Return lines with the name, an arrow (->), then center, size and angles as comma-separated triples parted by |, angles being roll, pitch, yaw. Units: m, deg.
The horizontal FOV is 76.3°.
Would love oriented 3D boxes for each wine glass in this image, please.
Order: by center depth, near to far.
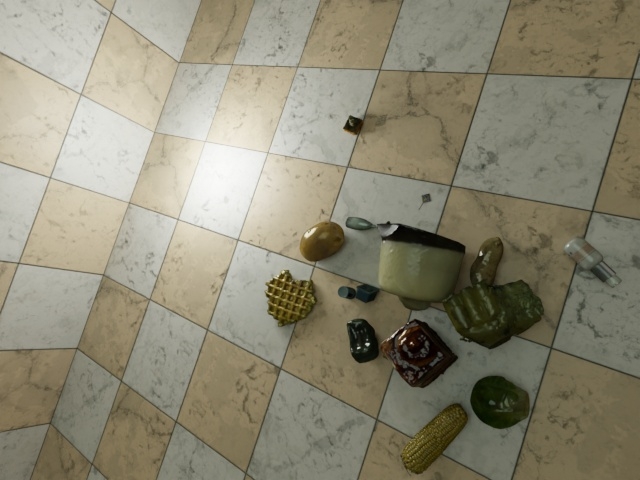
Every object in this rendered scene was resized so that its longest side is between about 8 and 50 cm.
wine glass -> 0.207, -0.070, 1.797 | 0.198, 0.066, 0.066 | 12, 84, 32

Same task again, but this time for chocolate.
chocolate -> 0.353, 0.108, 1.523 | 0.314, 0.326, 0.296 | -175, 105, -74

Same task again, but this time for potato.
potato -> 0.000, 0.000, 1.859 | 0.234, 0.146, 0.150 | -29, 36, 21

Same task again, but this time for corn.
corn -> 0.412, 0.716, 1.475 | 0.305, 0.106, 0.106 | -51, 60, 9

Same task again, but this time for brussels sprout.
brussels sprout -> 0.609, 0.554, 1.387 | 0.181, 0.143, 0.161 | 7, 47, 42

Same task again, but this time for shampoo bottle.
shampoo bottle -> 0.915, 0.074, 1.365 | 0.074, 0.074, 0.192 | -44, 63, 13

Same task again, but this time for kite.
kite -> 0.443, -0.163, 1.721 | 0.044, 0.002, 0.078 | 9, 82, 30

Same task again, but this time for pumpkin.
pumpkin -> 0.156, -0.552, 1.943 | 0.074, 0.054, 0.083 | 27, 87, 27

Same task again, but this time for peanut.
peanut -> 0.616, 0.085, 1.515 | 0.100, 0.099, 0.214 | 20, 89, 31

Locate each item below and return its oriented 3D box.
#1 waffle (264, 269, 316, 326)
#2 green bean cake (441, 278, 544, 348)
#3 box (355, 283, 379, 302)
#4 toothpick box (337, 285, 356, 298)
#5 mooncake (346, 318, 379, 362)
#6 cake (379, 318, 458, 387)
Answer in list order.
waffle -> -0.148, 0.261, 1.922 | 0.291, 0.051, 0.291 | -5, 78, 27
green bean cake -> 0.590, 0.245, 1.367 | 0.285, 0.310, 0.202 | -28, 64, 23
box -> 0.194, 0.225, 1.718 | 0.074, 0.099, 0.054 | 21, 104, 32
toothpick box -> 0.115, 0.226, 1.764 | 0.052, 0.083, 0.052 | -7, 76, 28
mooncake -> 0.167, 0.403, 1.649 | 0.104, 0.168, 0.175 | -23, 84, 21
cake -> 0.348, 0.414, 1.474 | 0.199, 0.293, 0.196 | -42, 62, 10
